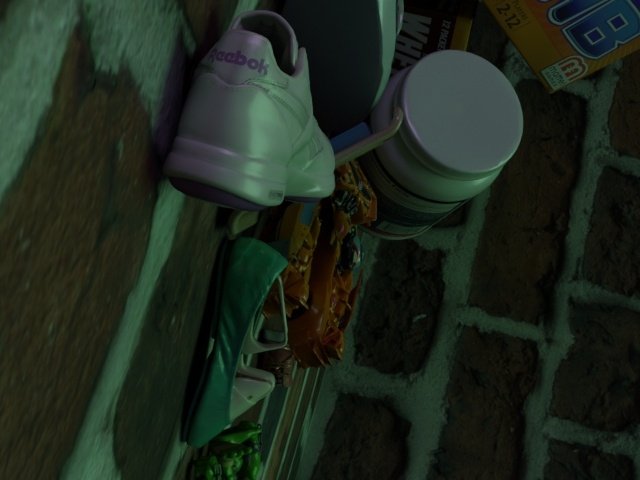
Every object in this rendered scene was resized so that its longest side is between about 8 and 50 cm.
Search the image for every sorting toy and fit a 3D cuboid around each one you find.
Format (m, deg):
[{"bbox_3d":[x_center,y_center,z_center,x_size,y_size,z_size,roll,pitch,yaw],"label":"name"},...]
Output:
[{"bbox_3d":[-0.004,-0.081,1.079,0.208,0.038,0.193,-32,-178,6],"label":"sorting toy"}]

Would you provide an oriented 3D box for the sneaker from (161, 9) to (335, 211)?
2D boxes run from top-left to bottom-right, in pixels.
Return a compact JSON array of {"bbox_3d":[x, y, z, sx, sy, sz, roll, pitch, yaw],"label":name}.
[{"bbox_3d":[-0.036,-0.107,0.853,0.305,0.114,0.152,-42,147,-80],"label":"sneaker"}]

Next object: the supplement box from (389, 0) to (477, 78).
[{"bbox_3d":[0.123,-0.320,1.478,0.191,0.194,0.129,-69,171,-52],"label":"supplement box"}]

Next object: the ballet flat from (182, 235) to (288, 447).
[{"bbox_3d":[-0.083,0.120,1.086,0.083,0.087,0.247,-54,157,-76],"label":"ballet flat"}]

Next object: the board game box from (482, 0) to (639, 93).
[{"bbox_3d":[0.359,-0.498,1.391,0.356,0.357,0.356,38,34,-47],"label":"board game box"}]

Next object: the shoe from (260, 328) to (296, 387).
[{"bbox_3d":[-0.061,0.183,1.563,0.178,0.064,0.081,97,3,-80],"label":"shoe"}]

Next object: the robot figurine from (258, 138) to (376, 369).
[{"bbox_3d":[0.000,0.000,1.253,0.211,0.085,0.291,57,37,-42],"label":"robot figurine"}]

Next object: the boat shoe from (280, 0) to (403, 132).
[{"bbox_3d":[0.041,-0.288,1.032,0.156,0.136,0.367,-49,151,-39],"label":"boat shoe"}]

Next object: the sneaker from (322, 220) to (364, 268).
[{"bbox_3d":[0.000,0.002,1.411,0.262,0.125,0.104,-58,161,-72],"label":"sneaker"}]

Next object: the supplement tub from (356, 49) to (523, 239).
[{"bbox_3d":[0.135,-0.123,1.381,0.272,0.191,0.191,138,-30,-64],"label":"supplement tub"}]

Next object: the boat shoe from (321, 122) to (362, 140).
[{"bbox_3d":[0.031,-0.266,1.297,0.112,0.096,0.335,54,-51,50],"label":"boat shoe"}]

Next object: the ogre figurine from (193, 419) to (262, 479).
[{"bbox_3d":[-0.111,0.304,1.279,0.197,0.097,0.118,-154,-121,-81],"label":"ogre figurine"}]
